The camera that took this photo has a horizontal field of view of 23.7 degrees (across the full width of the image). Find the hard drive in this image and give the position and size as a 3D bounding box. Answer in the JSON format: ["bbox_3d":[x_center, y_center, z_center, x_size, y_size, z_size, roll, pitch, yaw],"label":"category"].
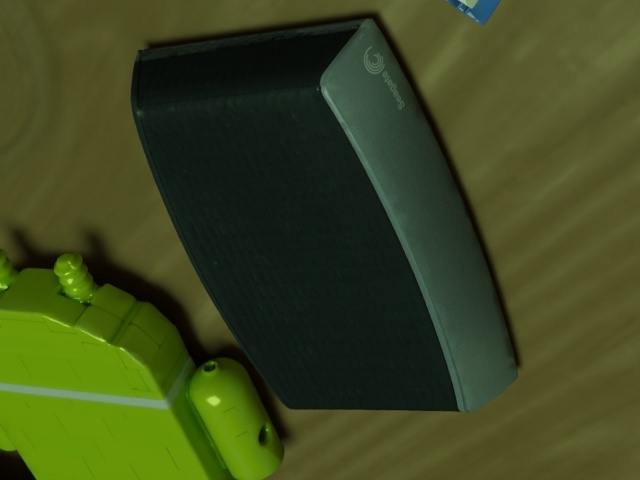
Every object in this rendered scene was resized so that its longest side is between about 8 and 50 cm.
[{"bbox_3d":[0.000,0.000,0.868,0.172,0.054,0.254,-3,128,31],"label":"hard drive"}]

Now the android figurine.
[{"bbox_3d":[-0.151,0.112,1.059,0.248,0.056,0.272,1,132,30],"label":"android figurine"}]

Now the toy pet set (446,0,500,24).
[{"bbox_3d":[0.087,-0.156,0.686,0.122,0.065,0.114,32,103,-5],"label":"toy pet set"}]
